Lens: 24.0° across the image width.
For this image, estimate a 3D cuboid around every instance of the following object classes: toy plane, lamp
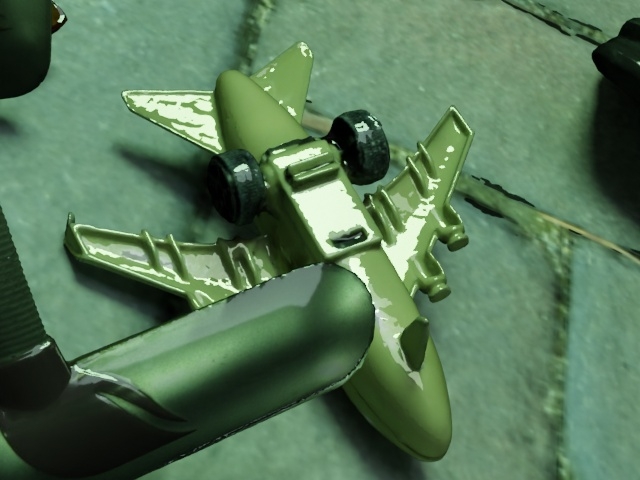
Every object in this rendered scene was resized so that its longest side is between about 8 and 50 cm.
[{"bbox_3d":[0.000,0.000,0.744,0.229,0.092,0.244,-19,57,-23],"label":"toy plane"},{"bbox_3d":[-0.106,-0.039,0.659,0.203,0.124,0.283,-13,56,-20],"label":"lamp"}]

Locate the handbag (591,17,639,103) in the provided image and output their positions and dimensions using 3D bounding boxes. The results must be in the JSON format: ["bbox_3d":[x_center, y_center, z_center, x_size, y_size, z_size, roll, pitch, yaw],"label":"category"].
[{"bbox_3d":[0.318,-0.036,0.938,0.332,0.075,0.191,35,10,8],"label":"handbag"}]

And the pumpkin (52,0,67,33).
[{"bbox_3d":[-0.194,-0.124,0.791,0.101,0.035,0.073,43,54,8],"label":"pumpkin"}]
